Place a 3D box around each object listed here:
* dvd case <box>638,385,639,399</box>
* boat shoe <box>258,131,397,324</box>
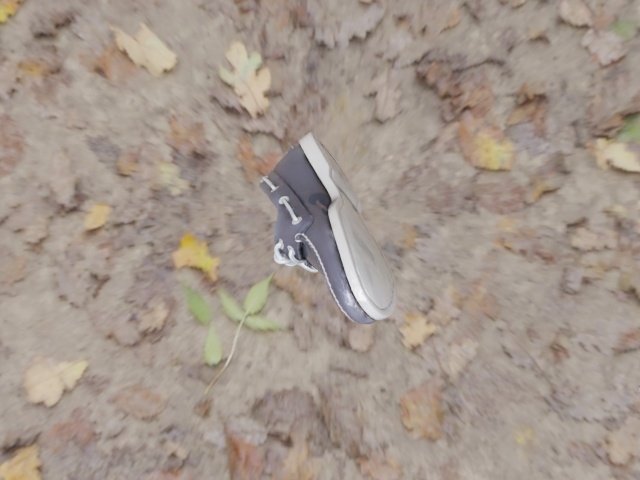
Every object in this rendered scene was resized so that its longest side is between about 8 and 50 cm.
[{"bbox_3d":[0.339,0.207,0.961,0.030,0.239,0.179,-7,91,-23],"label":"dvd case"},{"bbox_3d":[0.000,0.000,0.882,0.065,0.206,0.075,-34,125,11],"label":"boat shoe"}]
